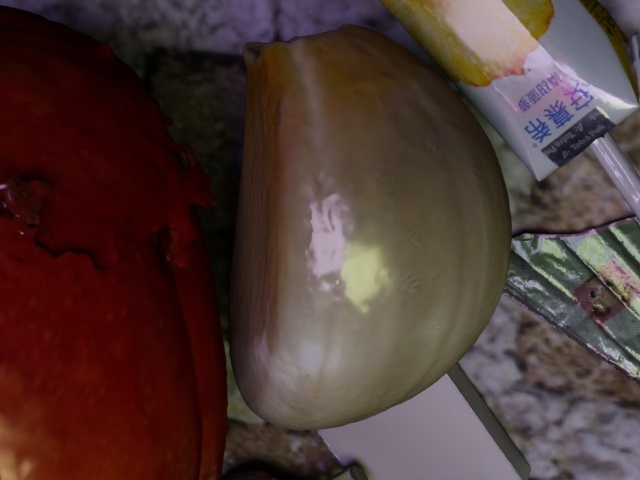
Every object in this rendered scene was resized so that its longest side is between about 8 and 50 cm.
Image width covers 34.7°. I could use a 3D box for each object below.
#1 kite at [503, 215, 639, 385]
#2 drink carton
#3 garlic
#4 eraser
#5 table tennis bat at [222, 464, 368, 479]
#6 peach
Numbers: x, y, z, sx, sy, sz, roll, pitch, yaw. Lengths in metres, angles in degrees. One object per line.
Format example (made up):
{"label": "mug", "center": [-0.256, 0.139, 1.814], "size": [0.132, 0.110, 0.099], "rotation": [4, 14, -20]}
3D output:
{"label": "kite", "center": [0.237, 0.022, 0.540], "size": [0.322, 0.013, 0.268], "rotation": [-10, 107, 23]}
{"label": "drink carton", "center": [0.109, -0.090, 0.507], "size": [0.084, 0.074, 0.200], "rotation": [-39, 94, 30]}
{"label": "garlic", "center": [0.009, 0.012, 0.534], "size": [0.164, 0.145, 0.245], "rotation": [38, 134, 27]}
{"label": "eraser", "center": [0.048, 0.108, 0.636], "size": [0.104, 0.023, 0.150], "rotation": [-32, 97, 28]}
{"label": "table tennis bat", "center": [-0.023, 0.185, 0.684], "size": [0.087, 0.013, 0.156], "rotation": [51, 128, -3]}
{"label": "peach", "center": [-0.202, 0.061, 0.530], "size": [0.370, 0.370, 0.370], "rotation": [7, 113, 17]}
